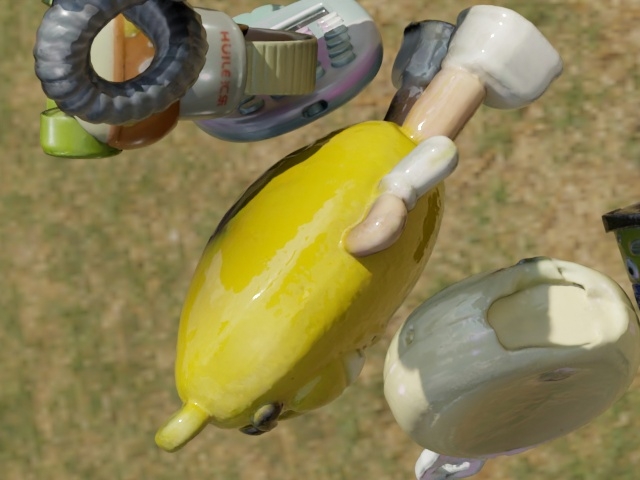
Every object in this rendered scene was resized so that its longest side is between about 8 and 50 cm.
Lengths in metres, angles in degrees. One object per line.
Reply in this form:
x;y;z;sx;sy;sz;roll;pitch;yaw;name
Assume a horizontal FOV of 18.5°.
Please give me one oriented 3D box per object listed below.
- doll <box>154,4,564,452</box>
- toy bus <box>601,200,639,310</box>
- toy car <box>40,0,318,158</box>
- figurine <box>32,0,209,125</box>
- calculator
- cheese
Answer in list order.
0.023;-0.026;1.605;0.161;0.348;0.423;39;102;-7;doll
0.418;-0.002;1.797;0.138;0.288;0.175;1;110;64;toy bus
-0.109;-0.145;1.541;0.235;0.235;0.145;14;106;47;toy car
-0.011;-0.238;0.875;0.186;0.382;0.261;-14;106;41;figurine
-0.038;-0.157;1.752;0.041;0.186;0.299;63;176;-23;calculator
0.094;0.085;1.077;0.227;0.137;0.064;111;151;-60;cheese
